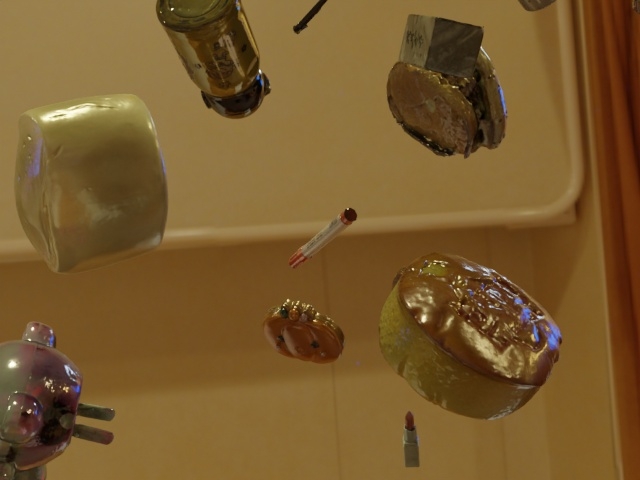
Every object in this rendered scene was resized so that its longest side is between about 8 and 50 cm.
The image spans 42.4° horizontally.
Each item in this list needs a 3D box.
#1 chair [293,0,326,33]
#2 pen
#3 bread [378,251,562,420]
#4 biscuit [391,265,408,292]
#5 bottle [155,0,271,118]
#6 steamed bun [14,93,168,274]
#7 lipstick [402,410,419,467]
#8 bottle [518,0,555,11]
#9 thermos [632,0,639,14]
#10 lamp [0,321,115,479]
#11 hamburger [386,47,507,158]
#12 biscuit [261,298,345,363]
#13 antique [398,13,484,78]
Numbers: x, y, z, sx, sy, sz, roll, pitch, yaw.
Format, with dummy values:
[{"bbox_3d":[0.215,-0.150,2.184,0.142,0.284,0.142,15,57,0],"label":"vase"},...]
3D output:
[{"bbox_3d":[0.011,-0.381,0.973,0.221,0.140,0.145,-39,17,31],"label":"chair"},{"bbox_3d":[0.000,0.000,1.439,0.028,0.028,0.239,-3,-20,-27],"label":"pen"},{"bbox_3d":[0.216,0.133,1.191,0.270,0.148,0.269,19,32,-12],"label":"bread"},{"bbox_3d":[0.263,0.200,1.825,0.277,0.262,0.052,33,55,19],"label":"biscuit"},{"bbox_3d":[-0.216,-0.397,1.780,0.172,0.171,0.351,-4,-31,10],"label":"bottle"},{"bbox_3d":[-0.316,-0.071,1.153,0.200,0.250,0.155,-15,28,-31],"label":"steamed bun"},{"bbox_3d":[0.171,0.375,1.569,0.030,0.129,0.030,-4,31,6],"label":"lipstick"},{"bbox_3d":[0.397,-0.579,1.660,0.110,0.109,0.233,-5,-40,50],"label":"bottle"},{"bbox_3d":[0.378,-0.377,0.883,0.146,0.265,0.176,21,58,43],"label":"thermos"},{"bbox_3d":[-0.450,0.300,1.254,0.248,0.301,0.247,18,22,-16],"label":"lamp"},{"bbox_3d":[0.307,-0.361,2.024,0.195,0.318,0.276,-29,-38,-18],"label":"hamburger"},{"bbox_3d":[-0.038,0.185,1.612,0.170,0.170,0.050,-4,43,30],"label":"biscuit"},{"bbox_3d":[0.201,-0.335,1.414,0.086,0.088,0.183,9,15,-13],"label":"antique"}]
